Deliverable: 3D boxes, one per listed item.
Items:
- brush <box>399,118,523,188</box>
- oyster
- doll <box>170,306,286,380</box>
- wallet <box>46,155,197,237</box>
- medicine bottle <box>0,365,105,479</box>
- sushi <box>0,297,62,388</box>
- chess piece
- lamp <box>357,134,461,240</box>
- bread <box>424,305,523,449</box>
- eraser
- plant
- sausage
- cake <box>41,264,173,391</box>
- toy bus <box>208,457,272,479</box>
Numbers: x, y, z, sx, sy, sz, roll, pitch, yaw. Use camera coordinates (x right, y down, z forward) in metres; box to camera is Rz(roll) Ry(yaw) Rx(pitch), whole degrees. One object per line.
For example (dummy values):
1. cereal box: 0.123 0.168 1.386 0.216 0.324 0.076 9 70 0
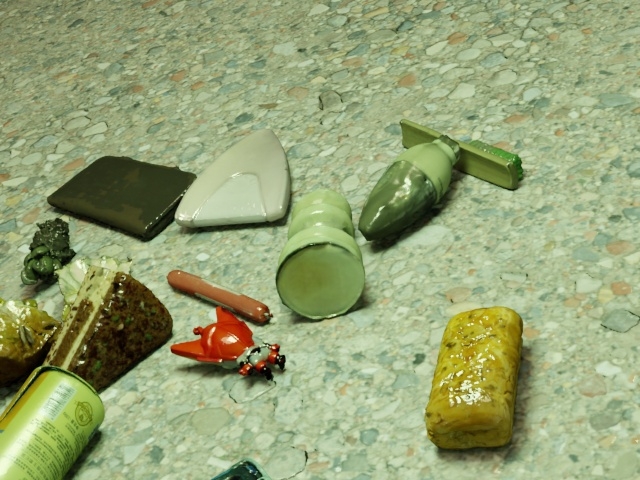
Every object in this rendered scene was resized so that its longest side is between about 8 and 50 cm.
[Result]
1. brush: 0.233 -0.152 1.895 0.048 0.054 0.282 -26 33 -28
2. oyster: -0.365 0.081 1.844 0.132 0.072 0.209 -2 20 -18
3. doll: -0.125 0.152 1.625 0.169 0.057 0.109 15 44 42
4. wallet: -0.365 -0.087 2.105 0.309 0.042 0.165 14 47 41
5. medicine bottle: -0.395 0.288 1.506 0.124 0.124 0.239 3 40 29
6. sushi: -0.542 0.153 1.752 0.296 0.167 0.179 -17 56 14
7. chess piece: 0.000 0.000 1.734 0.133 0.133 0.243 -14 29 8
8. lamp: 0.142 -0.084 1.802 0.101 0.101 0.250 18 51 42
9. bread: 0.197 0.168 1.425 0.113 0.083 0.211 -9 33 21
10. eraser: -0.126 -0.109 2.003 0.204 0.059 0.243 -4 39 22
11. plant: -0.477 0.024 1.974 0.085 0.087 0.174 -41 21 22
12. sausage: -0.161 0.085 1.763 0.253 0.034 0.034 18 48 43
13. cake: -0.329 0.173 1.712 0.112 0.135 0.246 11 73 51
14. toy bus: -0.161 0.384 1.180 0.312 0.190 0.152 -27 19 -13
